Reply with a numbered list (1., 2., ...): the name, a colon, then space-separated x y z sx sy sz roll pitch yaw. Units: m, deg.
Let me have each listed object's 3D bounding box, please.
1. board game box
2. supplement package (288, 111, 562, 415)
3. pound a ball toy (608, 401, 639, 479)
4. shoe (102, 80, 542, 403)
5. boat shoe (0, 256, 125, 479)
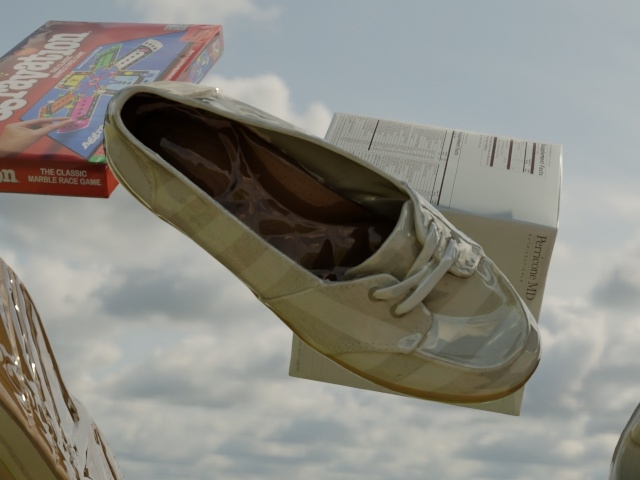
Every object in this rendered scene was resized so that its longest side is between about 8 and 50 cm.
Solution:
1. board game box: -0.170 -0.099 0.921 0.145 0.027 0.281 2 26 10
2. supplement package: 0.090 0.018 1.150 0.203 0.194 0.149 9 32 7
3. pound a ball toy: 0.329 0.119 0.643 0.319 0.136 0.208 22 -58 -4
4. shoe: 0.000 0.000 0.571 0.219 0.077 0.058 31 -15 0
5. boat shoe: -0.181 0.113 0.702 0.110 0.122 0.341 -19 -34 -4
